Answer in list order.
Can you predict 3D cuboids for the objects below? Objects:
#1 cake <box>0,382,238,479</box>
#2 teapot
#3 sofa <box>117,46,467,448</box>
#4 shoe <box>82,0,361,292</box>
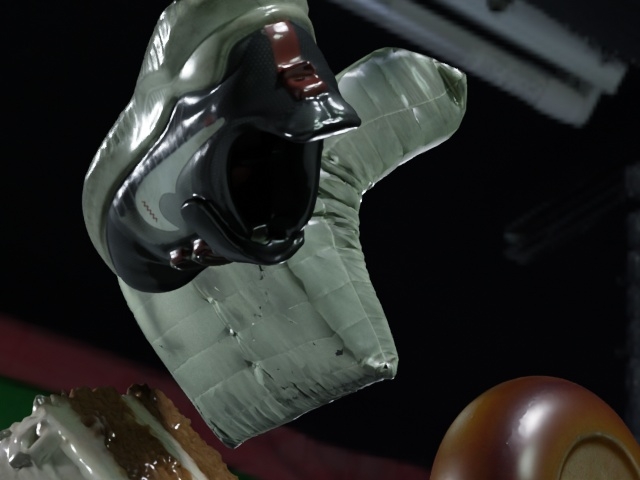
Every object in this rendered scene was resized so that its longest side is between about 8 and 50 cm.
[{"bbox_3d":[-0.125,0.160,0.729,0.135,0.134,0.147,-50,-24,10],"label":"cake"},{"bbox_3d":[0.116,0.188,0.841,0.135,0.252,0.178,-25,-82,47],"label":"teapot"},{"bbox_3d":[0.000,0.000,0.953,0.176,0.225,0.210,54,-42,-3],"label":"sofa"},{"bbox_3d":[-0.052,-0.033,0.725,0.099,0.112,0.227,-14,-37,-37],"label":"shoe"}]
